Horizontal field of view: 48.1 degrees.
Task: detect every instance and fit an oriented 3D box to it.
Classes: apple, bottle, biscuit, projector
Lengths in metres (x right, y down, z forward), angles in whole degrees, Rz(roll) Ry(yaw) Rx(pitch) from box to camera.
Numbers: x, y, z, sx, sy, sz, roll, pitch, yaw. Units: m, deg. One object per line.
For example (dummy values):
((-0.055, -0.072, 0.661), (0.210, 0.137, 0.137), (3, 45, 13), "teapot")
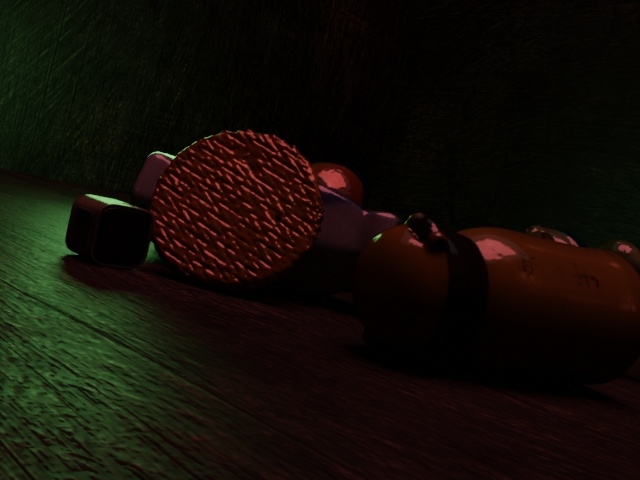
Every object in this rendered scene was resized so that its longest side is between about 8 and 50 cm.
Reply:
((-0.007, -0.065, 1.753), (0.253, 0.254, 0.253), (13, 2, -1), "apple")
((0.197, 0.068, 0.827), (0.351, 0.172, 0.171), (11, 3, -28), "bottle")
((-0.119, -0.045, 1.002), (0.253, 0.254, 0.035), (14, -23, 12), "biscuit")
((-0.285, -0.012, 0.969), (0.083, 0.083, 0.082), (10, 4, -44), "projector")

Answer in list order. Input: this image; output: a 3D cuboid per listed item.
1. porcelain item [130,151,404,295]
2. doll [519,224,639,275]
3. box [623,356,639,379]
((-0.080, -0.018, 1.137), (0.405, 0.179, 0.242), (16, 1, 11), "porcelain item")
((0.395, 0.084, 1.192), (0.186, 0.199, 0.322), (38, -7, -30), "doll")
((0.579, 0.195, 1.165), (0.164, 0.069, 0.256), (15, 3, 22), "box")
